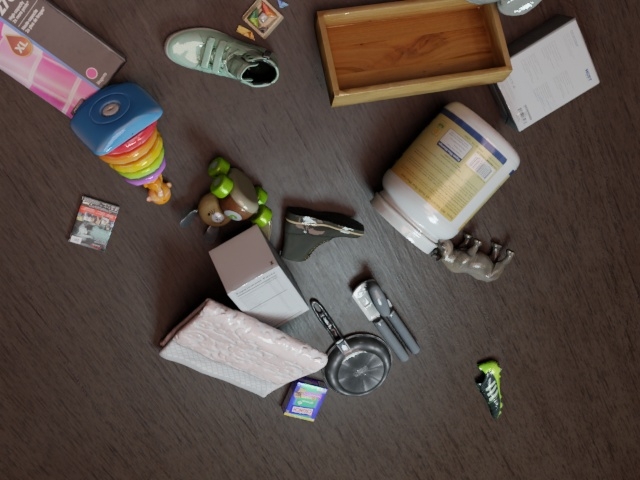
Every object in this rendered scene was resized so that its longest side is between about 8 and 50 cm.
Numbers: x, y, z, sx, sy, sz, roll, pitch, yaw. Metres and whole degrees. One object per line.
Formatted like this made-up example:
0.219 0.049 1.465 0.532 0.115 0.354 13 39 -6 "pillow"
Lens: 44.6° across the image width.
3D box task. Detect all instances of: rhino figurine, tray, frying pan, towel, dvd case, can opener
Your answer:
0.381 0.039 2.038 0.243 0.073 0.106 17 104 -17 "rhino figurine"
0.207 -0.434 1.762 0.411 0.076 0.203 -10 79 -9 "tray"
0.095 0.288 2.091 0.197 0.053 0.326 -13 117 -8 "frying pan"
-0.198 0.275 1.916 0.332 0.053 0.317 27 142 -21 "towel"
-0.533 -0.039 1.837 0.087 0.013 0.119 17 106 -18 "dvd case"
0.176 0.216 2.059 0.074 0.093 0.280 -34 119 1 "can opener"

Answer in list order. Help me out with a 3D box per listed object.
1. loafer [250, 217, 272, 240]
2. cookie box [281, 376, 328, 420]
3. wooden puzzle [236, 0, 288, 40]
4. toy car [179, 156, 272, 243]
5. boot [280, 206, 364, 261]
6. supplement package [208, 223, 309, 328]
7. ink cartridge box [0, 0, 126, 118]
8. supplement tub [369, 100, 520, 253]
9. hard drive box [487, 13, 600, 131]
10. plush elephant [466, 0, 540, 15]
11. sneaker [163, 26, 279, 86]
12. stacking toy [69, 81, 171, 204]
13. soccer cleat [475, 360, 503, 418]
-0.151 -0.001 1.916 0.056 0.050 0.148 10 109 -16 "loafer"
-0.043 0.428 2.116 0.092 0.040 0.107 17 107 -19 "cookie box"
-0.129 -0.497 1.744 0.078 0.014 0.116 32 101 -22 "wooden puzzle"
-0.236 -0.070 1.830 0.188 0.149 0.155 -41 125 17 "toy car"
0.000 0.000 1.946 0.198 0.077 0.137 13 113 -3 "boot"
-0.142 0.097 1.853 0.139 0.134 0.244 -29 147 -1 "supplement package"
-0.612 -0.428 1.641 0.371 0.069 0.176 36 100 -20 "ink cartridge box"
0.291 -0.146 1.859 0.228 0.228 0.316 38 99 -23 "supplement tub"
0.528 -0.404 1.885 0.232 0.089 0.181 -31 115 1 "hard drive box"
0.365 -0.625 1.674 0.272 0.330 0.255 16 123 -25 "plush elephant"
-0.209 -0.397 1.691 0.256 0.151 0.094 7 111 -14 "sneaker"
-0.403 -0.187 1.735 0.175 0.166 0.302 -38 143 -13 "stacking toy"
0.480 0.425 2.226 0.072 0.060 0.179 -6 106 0 "soccer cleat"
